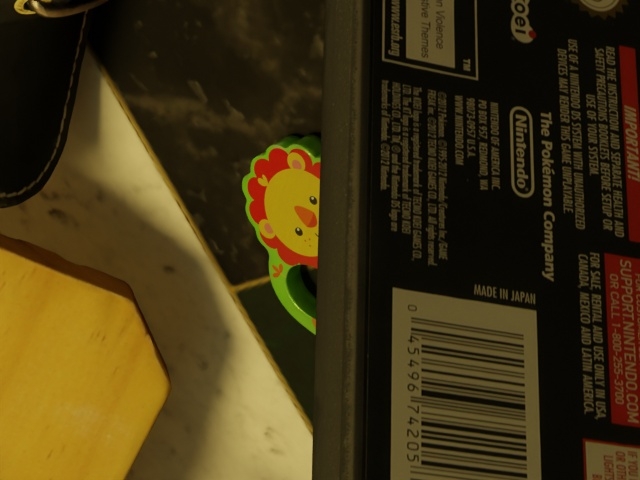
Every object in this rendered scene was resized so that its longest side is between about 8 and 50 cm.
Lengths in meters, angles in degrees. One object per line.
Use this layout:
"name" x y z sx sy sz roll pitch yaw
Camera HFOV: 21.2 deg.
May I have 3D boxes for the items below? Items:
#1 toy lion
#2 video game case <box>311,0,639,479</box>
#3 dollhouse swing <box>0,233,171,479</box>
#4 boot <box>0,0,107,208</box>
"toy lion" 0.000 0.000 0.845 0.096 0.034 0.100 34 132 19
"video game case" 0.120 0.015 0.560 0.248 0.274 0.035 9 155 -17
"dollhouse swing" -0.289 0.109 0.968 0.347 0.305 0.315 22 179 -18
"boot" -0.058 -0.139 0.727 0.284 0.138 0.377 22 123 18
